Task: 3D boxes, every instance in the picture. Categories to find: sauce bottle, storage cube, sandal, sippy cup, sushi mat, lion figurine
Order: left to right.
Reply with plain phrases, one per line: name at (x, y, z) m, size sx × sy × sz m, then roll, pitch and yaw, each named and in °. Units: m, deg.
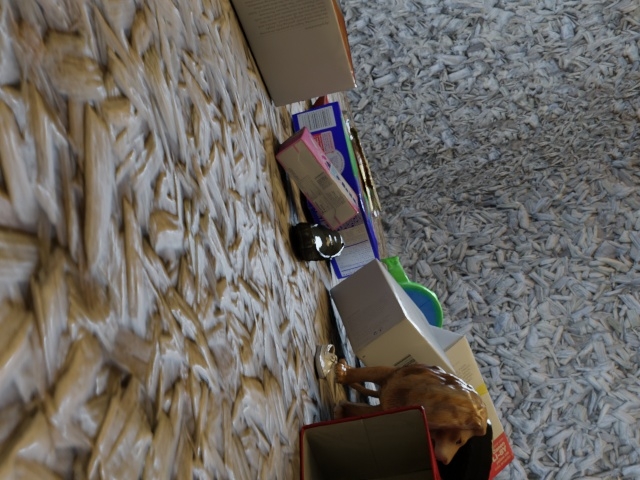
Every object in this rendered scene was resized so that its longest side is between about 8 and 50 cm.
sauce bottle at (0.093, -0.221, 2.451) m, size 0.111 × 0.112 × 0.344 m, roll -83°, pitch 161°, yaw -68°
sushi mat at (0.110, -0.164, 1.940) m, size 0.316 × 0.019 × 0.151 m, roll 44°, pitch 31°, yaw -79°
storage cube at (0.084, 0.378, 1.151) m, size 0.215 × 0.184 × 0.193 m, roll -93°, pitch 169°, yaw -51°
sippy cup at (0.242, 0.216, 2.521) m, size 0.224 × 0.240 × 0.305 m, roll -115°, pitch -130°, yaw -76°
lion figurine at (0.146, 0.270, 1.405) m, size 0.392 × 0.240 × 0.142 m, roll -6°, pitch 98°, yaw -87°
sandal at (0.262, 0.382, 1.516) m, size 0.446 × 0.107 × 0.167 m, roll 161°, pitch -62°, yaw -84°

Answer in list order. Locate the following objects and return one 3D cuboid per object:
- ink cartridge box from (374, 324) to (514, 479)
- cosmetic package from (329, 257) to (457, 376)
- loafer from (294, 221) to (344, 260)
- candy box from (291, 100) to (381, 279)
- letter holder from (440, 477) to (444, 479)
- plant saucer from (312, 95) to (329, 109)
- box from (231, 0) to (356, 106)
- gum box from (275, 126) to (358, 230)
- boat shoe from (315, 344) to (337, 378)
ink cartridge box at (0.289, 0.405, 2.044) m, size 0.279 × 0.160 × 0.384 m, roll 11°, pitch -50°, yaw 59°
cosmetic package at (0.155, 0.199, 1.758) m, size 0.224 × 0.138 × 0.224 m, roll 49°, pitch 9°, yaw -34°
loafer at (0.000, 0.000, 1.532) m, size 0.223 × 0.078 × 0.076 m, roll 30°, pitch 48°, yaw -80°
candy box at (0.041, -0.107, 1.843) m, size 0.317 × 0.122 × 0.268 m, roll 69°, pitch 9°, yaw -57°
letter holder at (0.205, 0.522, 1.423) m, size 0.214 × 0.152 × 0.302 m, roll 30°, pitch -17°, yaw 37°
plant saucer at (0.022, -0.253, 2.226) m, size 0.258 × 0.048 × 0.259 m, roll -87°, pitch 164°, yaw -63°
box at (-0.059, -0.450, 1.479) m, size 0.345 × 0.168 × 0.214 m, roll 67°, pitch 13°, yaw -55°
gum box at (0.000, -0.115, 1.532) m, size 0.188 × 0.062 × 0.107 m, roll 52°, pitch 14°, yaw -14°
boat shoe at (0.012, 0.213, 1.443) m, size 0.100 × 0.035 × 0.035 m, roll -78°, pitch 155°, yaw -73°
